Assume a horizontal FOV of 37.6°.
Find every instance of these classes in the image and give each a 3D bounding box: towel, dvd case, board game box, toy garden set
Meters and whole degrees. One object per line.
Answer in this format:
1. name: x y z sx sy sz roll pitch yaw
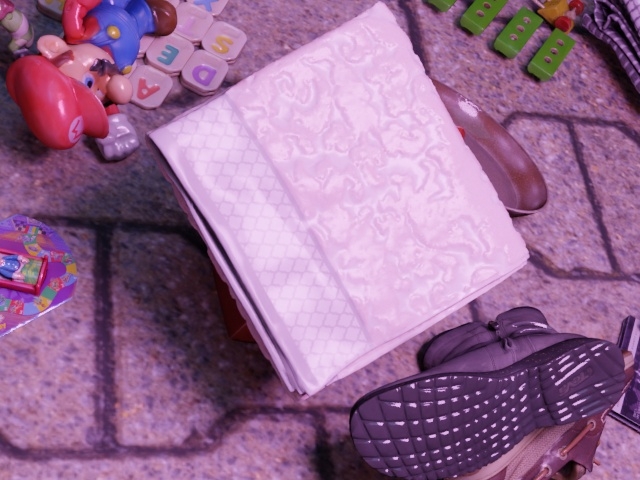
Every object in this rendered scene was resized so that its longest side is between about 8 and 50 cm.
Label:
1. towel: 0.603 -0.329 1.610 0.284 0.121 0.235 -5 63 -37
2. towel: 0.026 -0.045 0.996 0.317 0.053 0.332 -31 94 -18
3. dvd case: 0.506 0.223 1.314 0.221 0.018 0.164 30 54 -2
4. board game box: -0.368 0.034 1.097 0.169 0.033 0.133 -31 74 -32
5. toy garden set: 0.323 -0.390 1.604 0.244 0.049 0.204 36 56 4

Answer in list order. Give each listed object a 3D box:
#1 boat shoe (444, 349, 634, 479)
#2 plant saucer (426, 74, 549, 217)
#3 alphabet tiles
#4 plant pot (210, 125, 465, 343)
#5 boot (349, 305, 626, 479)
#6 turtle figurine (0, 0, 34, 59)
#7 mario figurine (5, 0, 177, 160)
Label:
1. boat shoe: 0.286 0.245 1.175 0.342 0.123 0.123 -26 96 -38
2. plant saucer: 0.188 -0.134 1.337 0.310 0.050 0.310 28 31 -18
3. alphabet tiles: -0.254 -0.319 1.361 0.284 0.021 0.278 28 55 -3
4. plant pot: 0.000 0.000 1.131 0.267 0.267 0.236 8 70 -16
5. boot: 0.166 0.172 1.119 0.338 0.223 0.118 -9 101 -17
6. turtle figurine: -0.482 -0.296 1.216 0.198 0.274 0.266 -10 41 -1
7. mario figurine: -0.256 -0.233 1.192 0.198 0.170 0.320 43 46 -26
